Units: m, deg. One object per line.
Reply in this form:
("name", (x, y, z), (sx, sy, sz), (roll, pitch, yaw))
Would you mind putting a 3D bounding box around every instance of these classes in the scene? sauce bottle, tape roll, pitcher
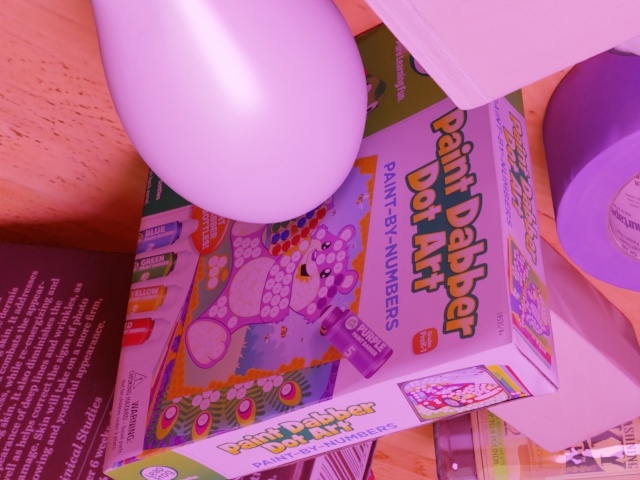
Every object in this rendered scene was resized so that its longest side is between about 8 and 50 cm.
("sauce bottle", (0.272, 0.167, 0.975), (0.344, 0.111, 0.111), (-8, 143, 8))
("tape roll", (0.239, -0.050, 0.703), (0.188, 0.080, 0.189), (-1, 143, 0))
("pitcher", (-0.037, -0.120, 0.554), (0.178, 0.125, 0.207), (-45, 138, -13))

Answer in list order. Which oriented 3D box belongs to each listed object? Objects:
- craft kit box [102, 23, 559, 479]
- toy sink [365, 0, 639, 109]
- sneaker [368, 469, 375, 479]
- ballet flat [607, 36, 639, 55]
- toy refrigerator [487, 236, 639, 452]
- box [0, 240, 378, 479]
("craft kit box", (0.000, 0.000, 0.629), (0.246, 0.250, 0.061), (-20, 138, 25))
("toy sink", (0.129, -0.182, 0.464), (0.234, 0.153, 0.131), (-24, 138, 27))
("sneaker", (0.019, 0.220, 1.101), (0.067, 0.042, 0.118), (0, 151, 7))
("ballet flat", (0.225, -0.139, 0.566), (0.280, 0.096, 0.095), (-11, 139, 15))
("toy refrigerator", (0.140, 0.056, 0.840), (0.102, 0.094, 0.269), (-31, 135, 26))
("box", (-0.157, 0.118, 0.763), (0.381, 0.191, 0.143), (6, 148, 20))
